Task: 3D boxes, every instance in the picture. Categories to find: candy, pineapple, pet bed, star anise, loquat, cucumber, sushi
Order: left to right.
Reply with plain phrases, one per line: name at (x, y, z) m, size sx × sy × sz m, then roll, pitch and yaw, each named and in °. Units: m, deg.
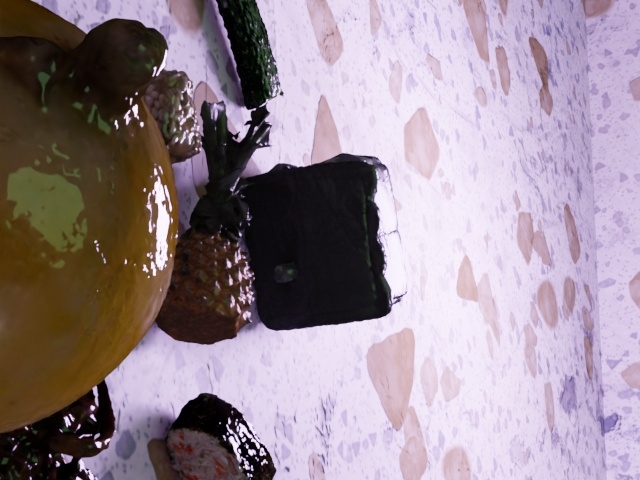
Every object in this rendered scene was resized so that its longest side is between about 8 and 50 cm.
loquat at (-0.241, -0.039, 0.868) m, size 0.328 × 0.359 × 0.328 m, roll 40°, pitch 26°, yaw -24°
star anise at (-0.247, 0.166, 1.035) m, size 0.190 × 0.126 × 0.220 m, roll 42°, pitch 48°, yaw -47°
candy at (-0.173, -0.129, 1.312) m, size 0.085 × 0.095 × 0.110 m, roll 4°, pitch 73°, yaw -60°
pineapple at (-0.118, -0.028, 1.361) m, size 0.130 × 0.119 × 0.277 m, roll 57°, pitch 33°, yaw -52°
sushi at (-0.108, 0.240, 1.331) m, size 0.078 × 0.090 × 0.150 m, roll -60°, pitch 136°, yaw -47°
cucumber at (-0.096, -0.263, 1.557) m, size 0.058 × 0.058 × 0.187 m, roll -45°, pitch 122°, yaw -59°
pet bed at (0.000, 0.000, 1.531) m, size 0.159 × 0.183 × 0.211 m, roll -12°, pitch 95°, yaw -70°
